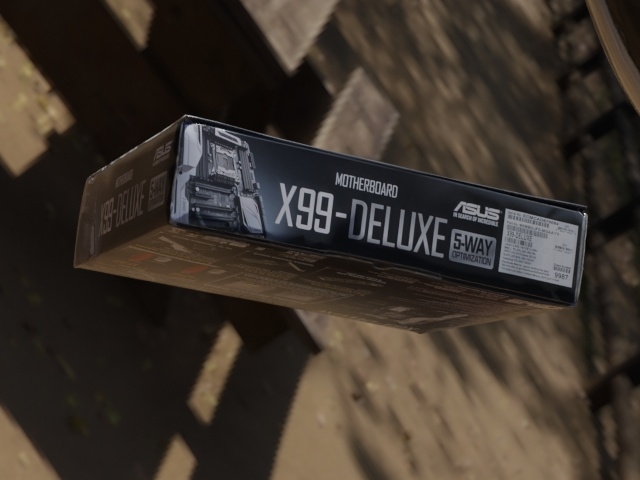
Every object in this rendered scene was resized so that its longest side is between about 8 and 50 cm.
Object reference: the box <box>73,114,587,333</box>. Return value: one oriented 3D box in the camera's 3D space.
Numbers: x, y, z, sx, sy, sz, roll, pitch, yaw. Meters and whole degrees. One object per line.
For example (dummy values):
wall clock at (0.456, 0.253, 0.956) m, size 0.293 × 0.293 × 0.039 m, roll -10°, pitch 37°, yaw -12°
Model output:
box at (0.000, 0.000, 1.151) m, size 0.307 × 0.242 × 0.077 m, roll 12°, pitch 78°, yaw -21°

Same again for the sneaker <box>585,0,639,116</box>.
sneaker at (0.114, -0.153, 0.347) m, size 0.147 × 0.104 × 0.296 m, roll -61°, pitch 158°, yaw -78°
